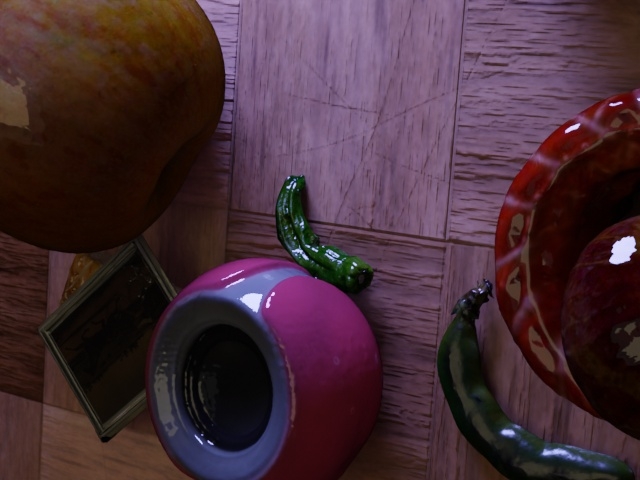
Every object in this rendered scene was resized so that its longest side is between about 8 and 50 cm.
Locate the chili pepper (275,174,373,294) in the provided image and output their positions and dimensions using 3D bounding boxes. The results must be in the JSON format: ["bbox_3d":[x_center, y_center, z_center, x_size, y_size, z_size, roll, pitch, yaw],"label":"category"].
[{"bbox_3d":[-0.004,0.003,1.560,0.182,0.050,0.073,52,126,23],"label":"chili pepper"}]

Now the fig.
[{"bbox_3d":[0.285,0.073,1.021,0.205,0.205,0.205,3,95,34],"label":"fig"}]

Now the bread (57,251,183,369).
[{"bbox_3d":[-0.278,0.097,1.741,0.188,0.068,0.125,23,106,31],"label":"bread"}]

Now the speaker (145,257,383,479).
[{"bbox_3d":[-0.061,0.170,1.476,0.294,0.294,0.294,3,95,34],"label":"speaker"}]

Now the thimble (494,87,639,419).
[{"bbox_3d":[0.355,0.013,1.206,0.350,0.230,0.350,4,97,35],"label":"thimble"}]

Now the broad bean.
[{"bbox_3d":[0.222,0.194,1.418,0.144,0.049,0.292,-45,69,27],"label":"broad bean"}]

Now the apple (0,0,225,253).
[{"bbox_3d":[-0.294,-0.172,1.556,0.333,0.400,0.400,37,120,-15],"label":"apple"}]

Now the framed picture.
[{"bbox_3d":[-0.274,0.135,1.691,0.252,0.014,0.197,-41,76,31],"label":"framed picture"}]
